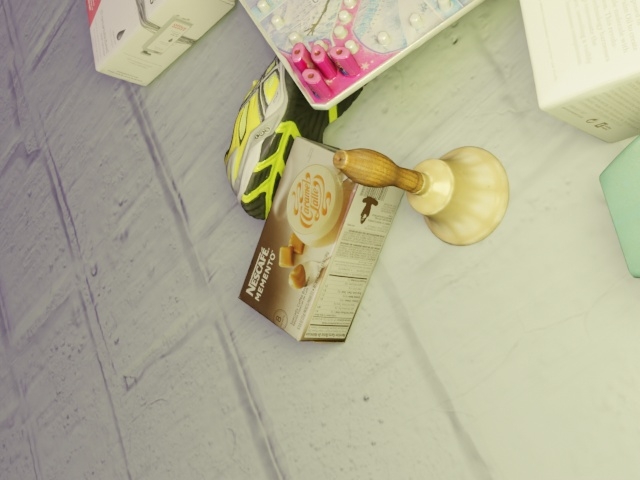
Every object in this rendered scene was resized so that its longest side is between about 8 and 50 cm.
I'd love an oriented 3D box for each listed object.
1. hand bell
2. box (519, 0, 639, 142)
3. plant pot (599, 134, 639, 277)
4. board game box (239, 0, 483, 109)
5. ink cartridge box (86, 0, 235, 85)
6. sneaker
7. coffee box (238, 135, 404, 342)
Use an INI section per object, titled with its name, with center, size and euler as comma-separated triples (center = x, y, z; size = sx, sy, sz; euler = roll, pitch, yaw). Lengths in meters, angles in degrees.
[hand bell]
center = 0.100, -0.067, 0.828
size = 0.126, 0.242, 0.126
euler = -6, 80, 42
[box]
center = 0.371, -0.255, 0.655
size = 0.345, 0.168, 0.215
euler = -18, 72, 41
[plant pot]
center = 0.380, -0.051, 0.627
size = 0.234, 0.165, 0.165
euler = -29, 65, 44
[board game box]
center = 0.063, -0.407, 0.930
size = 0.390, 0.050, 0.390
euler = -34, 59, 5
[ink cartridge box]
center = -0.300, -0.450, 1.335
size = 0.283, 0.117, 0.207
euler = -29, 65, 37
[sneaker]
center = -0.040, -0.223, 1.050
size = 0.147, 0.145, 0.385
euler = 45, 110, 42
[coffee box]
center = 0.000, 0.000, 1.008
size = 0.141, 0.098, 0.246
euler = 31, 105, 41
